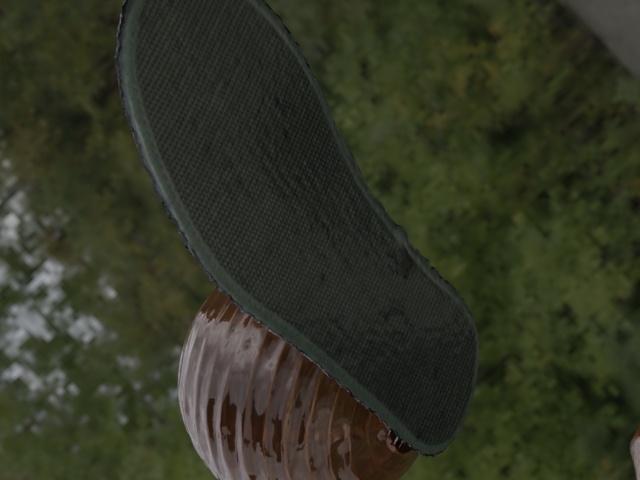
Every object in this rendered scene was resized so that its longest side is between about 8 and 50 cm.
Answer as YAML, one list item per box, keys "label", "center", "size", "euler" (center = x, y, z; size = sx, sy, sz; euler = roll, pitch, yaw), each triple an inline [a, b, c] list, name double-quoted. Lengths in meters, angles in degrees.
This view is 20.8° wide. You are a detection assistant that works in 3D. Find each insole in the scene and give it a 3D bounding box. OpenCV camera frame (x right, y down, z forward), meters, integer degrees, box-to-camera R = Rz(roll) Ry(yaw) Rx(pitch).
- label: "insole"
  center: [0.001, 0.000, 0.546]
  size: [0.003, 0.080, 0.232]
  euler: [4, 148, 35]

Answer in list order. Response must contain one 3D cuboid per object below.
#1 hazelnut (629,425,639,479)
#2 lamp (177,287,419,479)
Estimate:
- label: "hazelnut"
  center: [0.197, 0.114, 0.872]
  size: [0.086, 0.086, 0.086]
  euler: [48, -178, -2]
- label: "lamp"
  center: [-0.005, 0.072, 0.883]
  size: [0.136, 0.136, 0.136]
  euler: [48, -178, -2]
